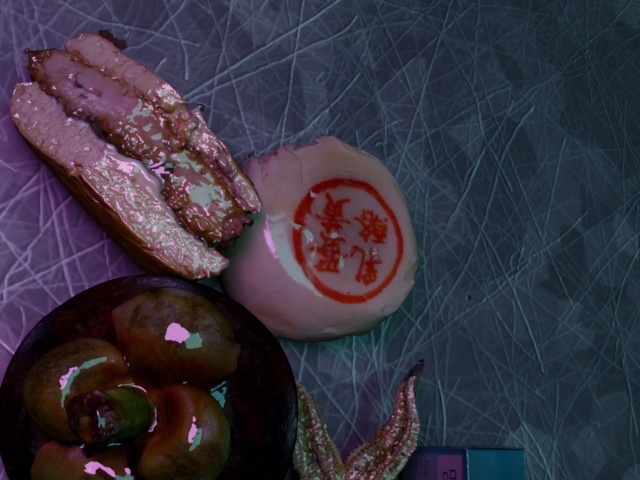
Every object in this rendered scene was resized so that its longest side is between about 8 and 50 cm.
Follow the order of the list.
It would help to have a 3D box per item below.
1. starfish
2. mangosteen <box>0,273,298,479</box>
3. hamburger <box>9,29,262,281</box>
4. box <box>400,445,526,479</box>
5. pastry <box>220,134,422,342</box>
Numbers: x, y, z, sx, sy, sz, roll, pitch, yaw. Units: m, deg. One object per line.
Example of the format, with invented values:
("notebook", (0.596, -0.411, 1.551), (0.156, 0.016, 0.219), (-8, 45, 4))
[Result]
("starfish", (0.008, 0.291, 1.088), (0.358, 0.078, 0.347), (-13, 53, -6))
("mangosteen", (-0.179, 0.170, 0.937), (0.300, 0.300, 0.300), (7, 75, -27))
("hamburger", (-0.196, -0.080, 1.050), (0.155, 0.282, 0.245), (-44, 138, -21))
("box", (0.171, 0.372, 1.163), (0.092, 0.153, 0.245), (6, 77, -27))
("pastry", (-0.002, -0.001, 1.171), (0.265, 0.133, 0.265), (9, 70, -26))
